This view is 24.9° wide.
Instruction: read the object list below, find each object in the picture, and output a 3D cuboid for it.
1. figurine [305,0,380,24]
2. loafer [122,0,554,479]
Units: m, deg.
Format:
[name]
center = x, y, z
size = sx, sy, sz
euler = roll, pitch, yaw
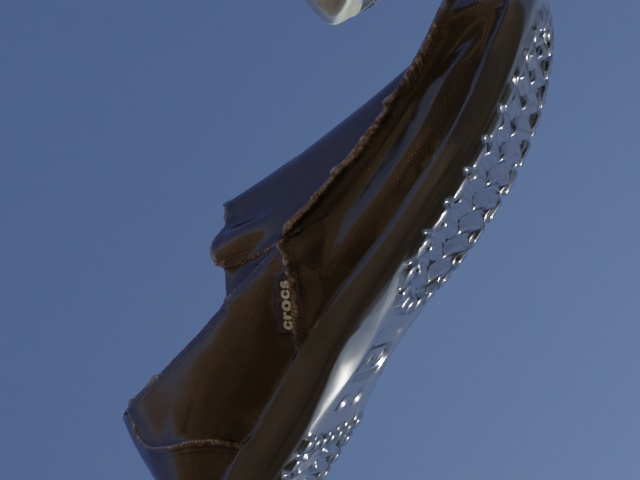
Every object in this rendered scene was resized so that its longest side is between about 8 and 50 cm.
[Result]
[figurine]
center = -0.037, -0.226, 0.653
size = 0.209, 0.092, 0.215
euler = 31, -49, 8
[loafer]
center = 0.000, 0.000, 0.802
size = 0.130, 0.134, 0.366
euler = 33, -86, 16
